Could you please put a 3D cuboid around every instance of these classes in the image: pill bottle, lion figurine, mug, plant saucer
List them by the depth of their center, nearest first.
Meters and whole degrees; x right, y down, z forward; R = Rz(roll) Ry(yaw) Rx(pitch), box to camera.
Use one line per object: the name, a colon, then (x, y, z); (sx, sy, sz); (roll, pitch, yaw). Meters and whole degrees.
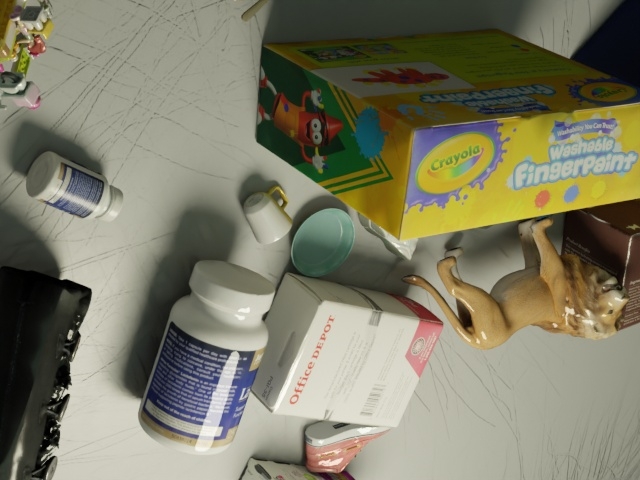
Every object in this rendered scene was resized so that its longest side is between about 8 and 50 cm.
pill bottle: (-0.324, -0.067, 1.550); (0.120, 0.067, 0.067); (26, 97, -41)
pill bottle: (-0.166, 0.172, 1.735); (0.153, 0.153, 0.265); (7, 110, -38)
mug: (-0.084, -0.043, 1.753); (0.062, 0.078, 0.064); (-23, 123, 16)
plant saucer: (0.000, 0.000, 1.850); (0.119, 0.021, 0.119); (-17, 123, -28)
lion figurine: (0.341, 0.103, 2.018); (0.392, 0.142, 0.240); (-19, 93, -19)

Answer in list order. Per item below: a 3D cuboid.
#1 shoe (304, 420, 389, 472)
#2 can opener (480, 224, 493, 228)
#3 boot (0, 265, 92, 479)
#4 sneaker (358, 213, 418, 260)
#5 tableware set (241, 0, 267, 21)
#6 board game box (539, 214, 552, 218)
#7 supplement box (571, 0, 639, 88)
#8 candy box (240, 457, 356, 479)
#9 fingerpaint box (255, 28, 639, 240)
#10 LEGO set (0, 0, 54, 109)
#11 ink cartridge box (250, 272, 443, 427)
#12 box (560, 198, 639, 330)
shoe: (0.052, 0.352, 2.053); (0.178, 0.063, 0.081); (-12, 122, -25)
can opener: (0.183, -0.081, 1.918); (0.280, 0.074, 0.093); (17, 137, -39)
boot: (-0.415, 0.262, 1.584); (0.146, 0.367, 0.445); (8, 86, -13)
sneaker: (0.114, -0.026, 1.904); (0.061, 0.053, 0.152); (-58, 138, -8)
tableware set: (-0.077, -0.401, 1.570); (0.194, 0.039, 0.128); (-45, 120, -15)
board game box: (0.384, -0.115, 2.059); (0.168, 0.033, 0.133); (19, 96, -45)
supplement box: (0.628, -0.241, 2.055); (0.194, 0.195, 0.356); (-48, 132, -5)
candy box: (-0.008, 0.453, 1.996); (0.233, 0.159, 0.071); (18, 101, -40)
fingerpaint box: (0.191, -0.167, 1.665); (0.445, 0.371, 0.163); (-10, 119, -32)
LEGO set: (-0.327, -0.272, 1.418); (0.287, 0.132, 0.107); (-61, 154, -24)
ink cartridge box: (0.037, 0.182, 1.909); (0.283, 0.117, 0.207); (14, 105, -40)
box: (0.564, 0.029, 2.171); (0.167, 0.168, 0.203); (-15, 122, -28)
